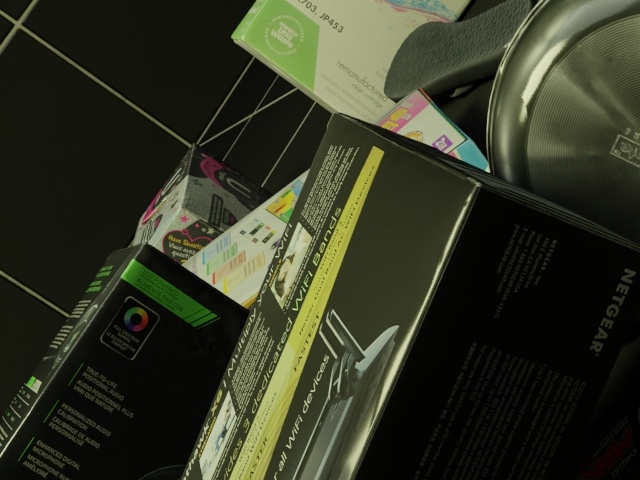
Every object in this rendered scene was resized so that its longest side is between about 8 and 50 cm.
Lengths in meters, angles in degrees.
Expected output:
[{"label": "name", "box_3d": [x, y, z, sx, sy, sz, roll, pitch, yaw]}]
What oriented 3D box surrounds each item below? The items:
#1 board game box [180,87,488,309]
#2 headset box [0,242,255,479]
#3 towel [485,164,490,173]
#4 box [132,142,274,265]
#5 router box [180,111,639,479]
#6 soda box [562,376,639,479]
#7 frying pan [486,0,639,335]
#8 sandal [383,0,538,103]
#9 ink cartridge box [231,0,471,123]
[{"label": "board game box", "box_3d": [0.000, 0.000, 1.060, 0.316, 0.064, 0.242, -36, 17, 7]}, {"label": "headset box", "box_3d": [-0.096, 0.169, 0.792, 0.283, 0.246, 0.131, -57, 14, -13]}, {"label": "towel", "box_3d": [0.125, -0.033, 0.873, 0.152, 0.023, 0.113, -56, -21, -7]}, {"label": "box", "box_3d": [-0.137, 0.006, 1.455, 0.142, 0.163, 0.247, -52, 15, 16]}, {"label": "router box", "box_3d": [0.006, 0.107, 0.535, 0.243, 0.081, 0.309, -131, 63, -73]}, {"label": "soda box", "box_3d": [0.150, 0.107, 0.525, 0.169, 0.053, 0.060, -51, 15, 15]}, {"label": "frying pan", "box_3d": [0.126, -0.004, 0.583, 0.326, 0.197, 0.053, -45, -12, 30]}, {"label": "sandal", "box_3d": [0.147, -0.184, 1.225, 0.254, 0.054, 0.097, -1, 61, 61]}, {"label": "ink cartridge box", "box_3d": [0.077, -0.331, 1.439, 0.353, 0.207, 0.119, -55, 13, 2]}]
